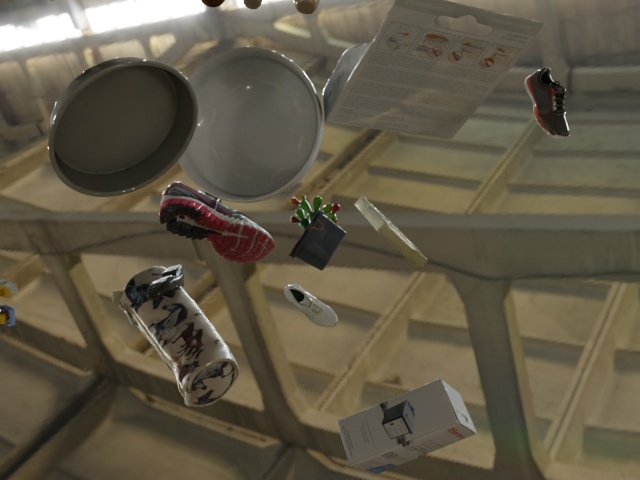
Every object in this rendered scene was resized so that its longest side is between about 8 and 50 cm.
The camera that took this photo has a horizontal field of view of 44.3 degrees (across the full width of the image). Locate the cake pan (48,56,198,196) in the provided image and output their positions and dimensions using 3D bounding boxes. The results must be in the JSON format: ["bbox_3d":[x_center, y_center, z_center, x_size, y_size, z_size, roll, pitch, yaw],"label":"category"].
[{"bbox_3d":[-0.365,-0.211,1.440,0.293,0.293,0.054,-29,-124,-22],"label":"cake pan"}]

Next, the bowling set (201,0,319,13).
[{"bbox_3d":[-0.139,-0.517,1.397,0.200,0.287,0.154,-10,-119,24],"label":"bowling set"}]

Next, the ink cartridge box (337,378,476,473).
[{"bbox_3d":[0.145,0.311,1.300,0.191,0.139,0.082,-27,-119,12],"label":"ink cartridge box"}]

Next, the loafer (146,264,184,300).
[{"bbox_3d":[-0.393,0.121,2.035,0.062,0.061,0.170,-15,-164,22],"label":"loafer"}]

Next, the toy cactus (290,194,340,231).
[{"bbox_3d":[-0.027,-0.048,2.393,0.112,0.180,0.219,12,178,-43],"label":"toy cactus"}]

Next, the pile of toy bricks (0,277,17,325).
[{"bbox_3d":[-0.635,0.107,1.380,0.212,0.118,0.105,14,-162,35],"label":"pile of toy bricks"}]

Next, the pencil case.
[{"bbox_3d":[-0.379,0.252,2.068,0.184,0.159,0.410,-26,-128,-26],"label":"pencil case"}]

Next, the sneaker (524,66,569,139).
[{"bbox_3d":[0.462,-0.277,1.568,0.061,0.157,0.065,-10,160,-33],"label":"sneaker"}]

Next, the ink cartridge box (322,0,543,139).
[{"bbox_3d":[0.211,-0.361,1.588,0.308,0.385,0.091,6,-121,-19],"label":"ink cartridge box"}]

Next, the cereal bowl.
[{"bbox_3d":[-0.152,-0.250,1.751,0.339,0.338,0.141,-13,179,10],"label":"cereal bowl"}]

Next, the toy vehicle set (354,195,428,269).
[{"bbox_3d":[0.190,-0.026,2.166,0.035,0.166,0.267,-46,-160,6],"label":"toy vehicle set"}]

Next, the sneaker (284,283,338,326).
[{"bbox_3d":[-0.025,0.159,1.882,0.053,0.152,0.061,-55,178,-5],"label":"sneaker"}]

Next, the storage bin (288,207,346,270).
[{"bbox_3d":[0.000,0.000,1.903,0.091,0.098,0.135,32,-128,0],"label":"storage bin"}]

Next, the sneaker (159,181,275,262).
[{"bbox_3d":[-0.234,-0.048,1.852,0.121,0.299,0.112,-44,-148,29],"label":"sneaker"}]
